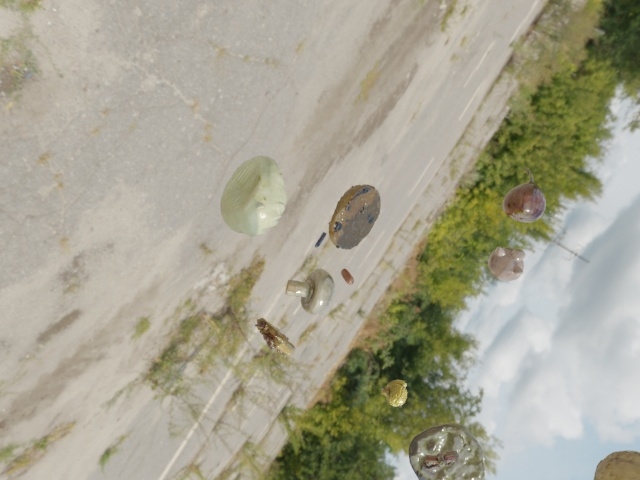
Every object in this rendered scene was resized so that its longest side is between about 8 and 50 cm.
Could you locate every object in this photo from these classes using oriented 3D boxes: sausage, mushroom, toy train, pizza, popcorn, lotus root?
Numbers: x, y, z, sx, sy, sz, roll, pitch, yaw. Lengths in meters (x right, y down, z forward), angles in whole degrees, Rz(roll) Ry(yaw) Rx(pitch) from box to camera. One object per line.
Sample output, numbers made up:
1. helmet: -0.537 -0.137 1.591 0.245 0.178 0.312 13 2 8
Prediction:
1. sausage: 0.107 0.144 1.916 0.034 0.083 0.034 -11 125 -17
2. mushroom: -0.035 0.209 2.117 0.206 0.209 0.206 -50 180 0
3. toy train: 0.000 0.000 1.900 0.017 0.017 0.083 96 20 -47
4. pizza: -0.189 0.372 1.864 0.069 0.193 0.154 -51 150 -6
5. popcorn: 0.228 0.477 1.522 0.084 0.084 0.084 -51 166 -18
6. lotus root: 0.609 0.465 0.888 0.154 0.140 0.257 -14 172 -25

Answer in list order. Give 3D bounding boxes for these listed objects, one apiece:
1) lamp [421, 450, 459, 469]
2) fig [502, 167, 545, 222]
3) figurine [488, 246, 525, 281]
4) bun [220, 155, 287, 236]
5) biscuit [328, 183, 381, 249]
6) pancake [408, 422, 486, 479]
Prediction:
1. lamp: 0.282 0.502 1.107 0.083 0.031 0.063 0 163 -38
2. fig: 0.781 -0.149 1.819 0.202 0.148 0.150 -36 126 -19
3. figurine: 0.645 0.079 1.666 0.125 0.125 0.138 -53 163 -10
4. bun: -0.201 -0.127 1.525 0.160 0.259 0.259 37 87 -41
5. biscuit: 0.139 -0.100 1.996 0.295 0.075 0.296 -29 137 -31
6. pancake: 0.480 0.828 1.829 0.295 0.294 0.049 -60 169 17
